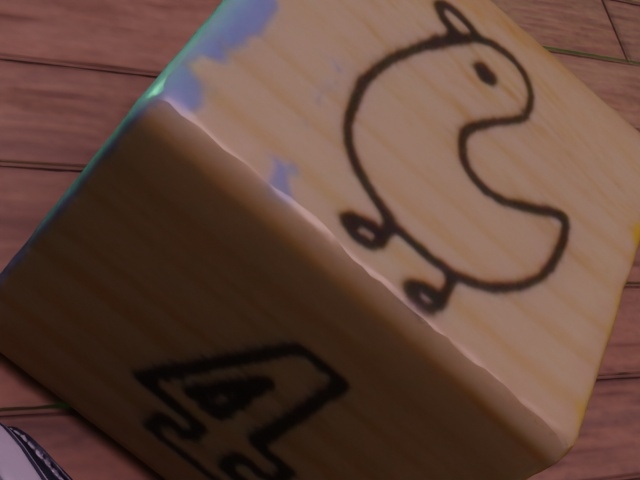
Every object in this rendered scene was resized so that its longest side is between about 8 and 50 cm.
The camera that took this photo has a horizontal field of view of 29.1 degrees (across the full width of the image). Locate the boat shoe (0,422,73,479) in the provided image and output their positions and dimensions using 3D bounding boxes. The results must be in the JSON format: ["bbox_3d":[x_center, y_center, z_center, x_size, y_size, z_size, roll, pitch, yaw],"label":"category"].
[{"bbox_3d":[-0.075,0.137,0.491,0.083,0.065,0.183,-32,91,-46],"label":"boat shoe"}]

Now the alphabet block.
[{"bbox_3d":[0.000,0.000,0.542,0.197,0.193,0.192,39,48,-10],"label":"alphabet block"}]
